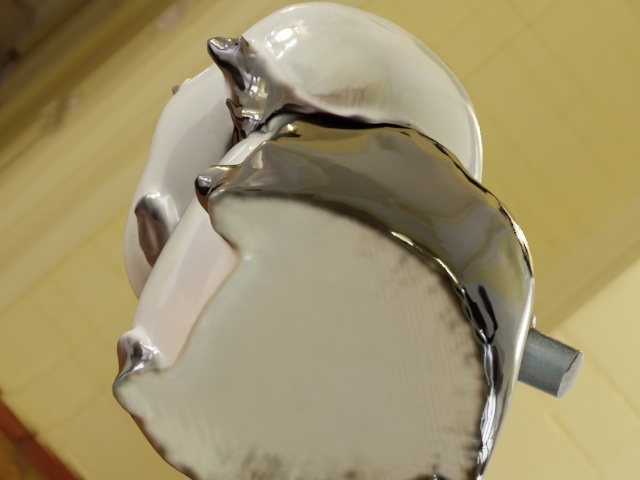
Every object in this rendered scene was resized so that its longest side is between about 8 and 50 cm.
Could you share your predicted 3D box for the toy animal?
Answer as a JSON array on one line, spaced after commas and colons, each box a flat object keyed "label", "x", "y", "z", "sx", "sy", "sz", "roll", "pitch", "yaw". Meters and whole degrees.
[{"label": "toy animal", "x": 0.000, "y": 0.000, "z": 1.041, "sx": 0.251, "sy": 0.251, "sz": 0.310, "roll": 49, "pitch": 22, "yaw": -21}]

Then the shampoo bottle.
[{"label": "shampoo bottle", "x": 0.111, "y": 0.066, "z": 1.466, "sx": 0.214, "sy": 0.072, "sz": 0.072, "roll": 25, "pitch": -4, "yaw": 18}]
